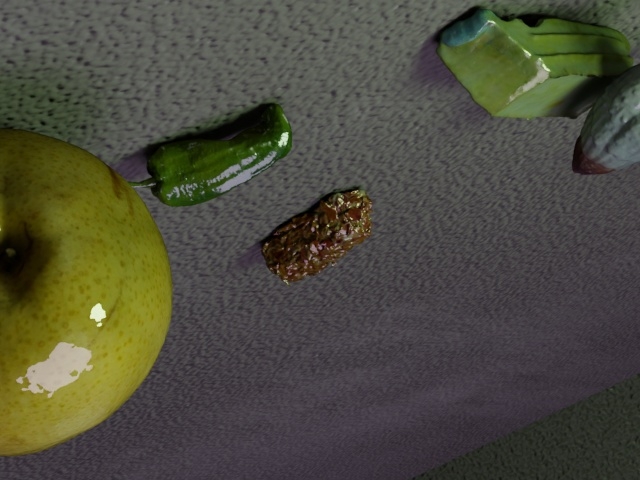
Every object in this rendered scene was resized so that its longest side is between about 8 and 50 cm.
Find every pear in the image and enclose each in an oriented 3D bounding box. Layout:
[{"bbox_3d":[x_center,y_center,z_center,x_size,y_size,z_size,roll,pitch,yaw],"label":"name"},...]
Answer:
[{"bbox_3d":[-0.281,0.045,1.657,0.314,0.314,0.314,-18,162,-6],"label":"pear"}]

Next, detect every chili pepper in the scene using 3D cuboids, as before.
[{"bbox_3d":[-0.124,-0.075,1.861,0.204,0.073,0.072,-19,176,0],"label":"chili pepper"}]

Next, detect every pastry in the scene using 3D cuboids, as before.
[{"bbox_3d":[0.002,0.000,2.219,0.087,0.063,0.169,2,153,-45],"label":"pastry"}]

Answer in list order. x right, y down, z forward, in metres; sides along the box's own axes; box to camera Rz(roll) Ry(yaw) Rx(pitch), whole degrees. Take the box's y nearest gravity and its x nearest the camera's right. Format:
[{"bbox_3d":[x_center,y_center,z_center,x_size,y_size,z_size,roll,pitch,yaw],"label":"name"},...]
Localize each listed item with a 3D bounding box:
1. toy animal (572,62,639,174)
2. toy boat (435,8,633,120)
[{"bbox_3d":[0.346,-0.143,1.892,0.195,0.090,0.324,-38,173,-1],"label":"toy animal"},{"bbox_3d":[0.234,-0.179,1.911,0.111,0.084,0.276,-34,158,33],"label":"toy boat"}]
